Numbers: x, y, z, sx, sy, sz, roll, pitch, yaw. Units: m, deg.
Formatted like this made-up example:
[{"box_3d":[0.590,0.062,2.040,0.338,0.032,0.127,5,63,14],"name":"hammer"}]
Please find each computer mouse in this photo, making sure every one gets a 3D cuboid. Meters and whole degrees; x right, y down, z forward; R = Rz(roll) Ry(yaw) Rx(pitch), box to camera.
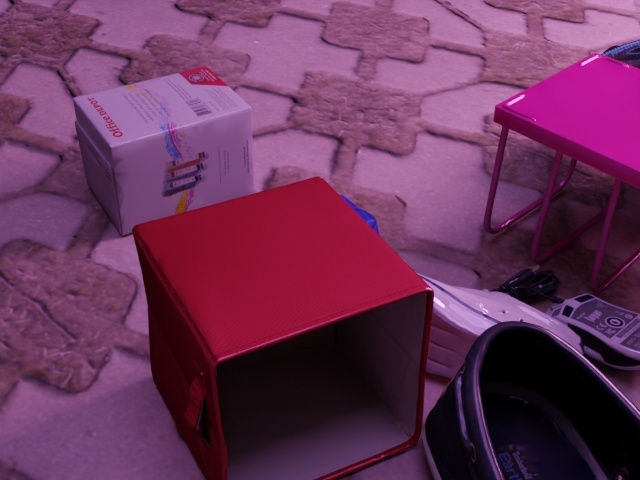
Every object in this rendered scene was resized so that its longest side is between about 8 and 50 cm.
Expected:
[{"box_3d":[0.262,0.087,0.926,0.106,0.042,0.193,-25,39,-37],"name":"computer mouse"}]

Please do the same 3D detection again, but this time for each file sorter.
[{"box_3d":[0.348,-0.043,0.982,0.291,0.182,0.202,32,45,33],"name":"file sorter"}]

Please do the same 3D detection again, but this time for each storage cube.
[{"box_3d":[-0.036,0.084,0.799,0.215,0.183,0.193,-17,40,-22],"name":"storage cube"}]

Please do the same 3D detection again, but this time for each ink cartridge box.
[{"box_3d":[-0.185,-0.110,1.094,0.176,0.127,0.128,-18,42,-24],"name":"ink cartridge box"}]

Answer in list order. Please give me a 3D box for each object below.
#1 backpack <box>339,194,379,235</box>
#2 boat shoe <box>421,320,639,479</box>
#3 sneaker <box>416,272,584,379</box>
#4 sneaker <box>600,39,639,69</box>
[{"box_3d":[0.000,0.000,0.985,0.101,0.098,0.120,-23,35,-27],"name":"backpack"},{"box_3d":[0.220,0.245,0.620,0.187,0.156,0.500,-10,40,-18],"name":"boat shoe"},{"box_3d":[0.131,0.082,0.899,0.258,0.094,0.091,27,31,19],"name":"sneaker"},{"box_3d":[0.440,-0.201,1.067,0.341,0.125,0.139,7,42,48],"name":"sneaker"}]
